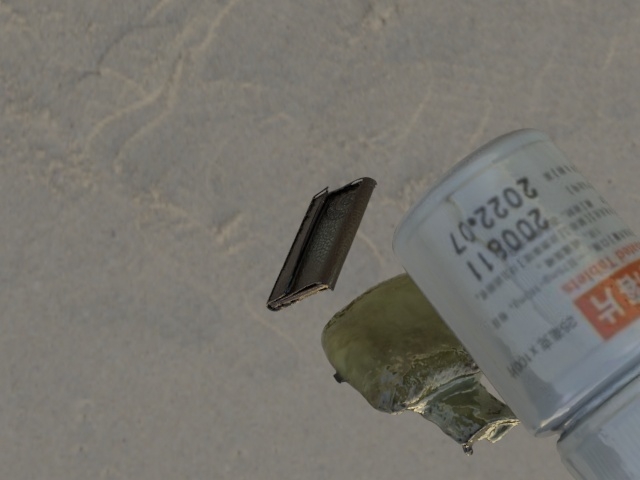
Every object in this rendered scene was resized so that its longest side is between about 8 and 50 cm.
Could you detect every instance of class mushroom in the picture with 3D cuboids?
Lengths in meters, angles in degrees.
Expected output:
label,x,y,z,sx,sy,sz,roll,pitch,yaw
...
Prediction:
label,x,y,z,sx,sy,sz,roll,pitch,yaw
mushroom,0.137,0.136,1.564,0.217,0.292,0.212,16,120,-37

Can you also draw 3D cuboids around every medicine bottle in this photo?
label,x,y,z,sx,sy,sz,roll,pitch,yaw
medicine bottle,0.257,0.084,1.154,0.211,0.371,0.211,-33,161,-13

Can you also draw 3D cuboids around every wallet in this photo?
label,x,y,z,sx,sy,sz,roll,pitch,yaw
wallet,0.000,0.000,1.789,0.132,0.243,0.039,-20,122,39
